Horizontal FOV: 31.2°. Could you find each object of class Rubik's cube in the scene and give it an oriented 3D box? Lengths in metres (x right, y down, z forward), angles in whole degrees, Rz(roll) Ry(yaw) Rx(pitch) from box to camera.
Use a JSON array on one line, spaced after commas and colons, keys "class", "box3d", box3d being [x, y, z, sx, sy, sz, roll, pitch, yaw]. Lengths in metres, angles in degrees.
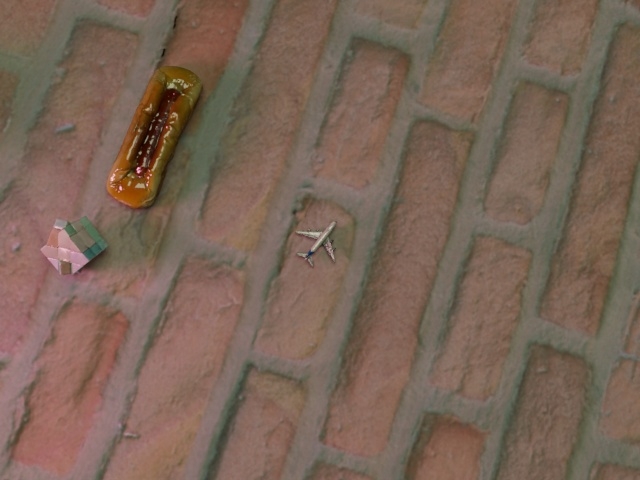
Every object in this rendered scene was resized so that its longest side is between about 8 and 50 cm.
[{"class": "Rubik's cube", "box3d": [-0.372, 0.009, 1.707, 0.073, 0.075, 0.084, -37, 79, 31]}]

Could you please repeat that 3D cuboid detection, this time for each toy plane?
[{"class": "toy plane", "box3d": [-0.001, 0.002, 1.773, 0.078, 0.024, 0.084, 37, 68, 5]}]

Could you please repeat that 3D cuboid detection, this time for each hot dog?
[{"class": "hot dog", "box3d": [-0.254, -0.167, 1.766, 0.084, 0.073, 0.243, 23, 74, -5]}]
